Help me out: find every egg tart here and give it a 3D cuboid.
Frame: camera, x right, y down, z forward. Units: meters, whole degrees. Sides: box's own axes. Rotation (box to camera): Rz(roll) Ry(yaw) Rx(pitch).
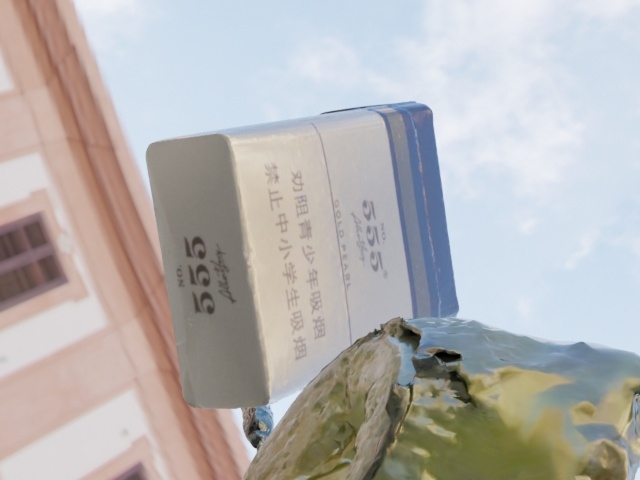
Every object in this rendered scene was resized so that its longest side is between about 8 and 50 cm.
[{"bbox_3d":[0.019,0.098,0.447,0.078,0.197,0.197,36,-58,-8],"label":"egg tart"}]

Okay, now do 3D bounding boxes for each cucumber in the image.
[{"bbox_3d":[-0.070,0.201,1.560,0.037,0.155,0.037,-2,-73,-7],"label":"cucumber"}]

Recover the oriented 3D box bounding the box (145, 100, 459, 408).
[{"bbox_3d":[0.000,0.000,0.905,0.071,0.259,0.168,-6,-85,31],"label":"box"}]
